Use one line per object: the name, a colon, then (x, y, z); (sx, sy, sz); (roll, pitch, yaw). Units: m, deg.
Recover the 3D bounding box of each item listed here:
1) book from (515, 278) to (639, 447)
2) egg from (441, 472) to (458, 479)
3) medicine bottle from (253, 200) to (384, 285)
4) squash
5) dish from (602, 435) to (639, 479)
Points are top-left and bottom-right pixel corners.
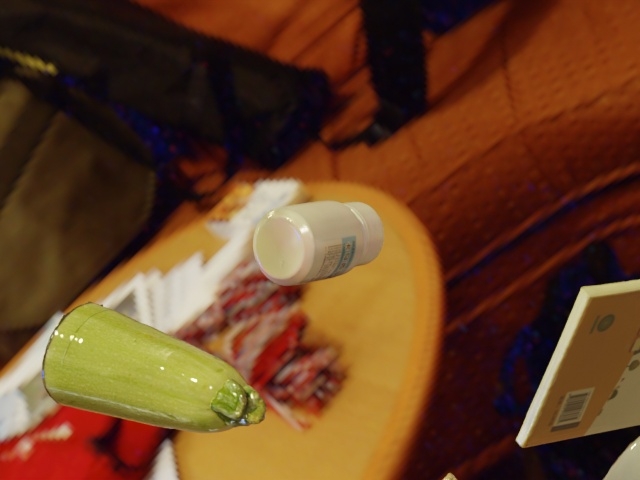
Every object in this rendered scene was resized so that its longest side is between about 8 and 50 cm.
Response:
book: (0.358, 0.123, 1.752); (0.020, 0.295, 0.208); (48, 132, 41)
egg: (0.102, 0.301, 1.593); (0.116, 0.118, 0.140); (20, 60, 10)
medicine bottle: (0.000, 0.000, 1.077); (0.052, 0.052, 0.089); (-21, -6, 37)
squash: (-0.126, 0.117, 1.327); (0.224, 0.094, 0.094); (14, 58, 38)
dish: (0.180, 0.163, 0.651); (0.191, 0.190, 0.066); (-38, 13, 10)
